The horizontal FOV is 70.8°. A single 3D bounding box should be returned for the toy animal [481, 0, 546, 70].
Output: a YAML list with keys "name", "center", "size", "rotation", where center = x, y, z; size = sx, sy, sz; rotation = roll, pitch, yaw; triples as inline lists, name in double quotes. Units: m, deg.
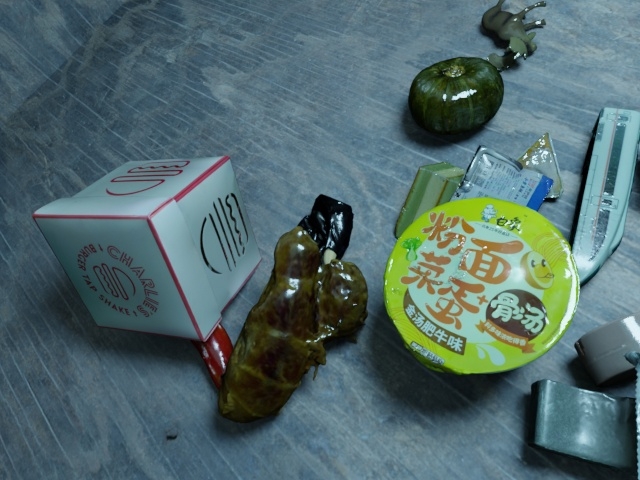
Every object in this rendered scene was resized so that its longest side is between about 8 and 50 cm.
- name: "toy animal"
  center: [0.486, -0.527, 1.148]
  size: [0.186, 0.093, 0.214]
  rotation: [-34, 49, -2]

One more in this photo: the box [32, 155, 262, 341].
- name: "box"
  center: [-0.358, 0.004, 1.021]
  size: [0.313, 0.314, 0.300]
  rotation: [1, 33, 22]

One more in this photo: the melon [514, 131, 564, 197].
- name: "melon"
  center: [0.452, -0.139, 0.955]
  size: [0.202, 0.093, 0.139]
  rotation: [-44, 69, 3]

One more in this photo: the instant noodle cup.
- name: "instant noodle cup"
  center: [0.283, 0.109, 0.813]
  size: [0.312, 0.221, 0.311]
  rotation: [-10, 60, 18]

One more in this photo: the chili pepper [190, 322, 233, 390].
- name: "chili pepper"
  center: [-0.296, 0.231, 1.066]
  size: [0.368, 0.092, 0.137]
  rotation: [36, 94, 35]

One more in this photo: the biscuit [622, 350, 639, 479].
- name: "biscuit"
  center: [0.573, 0.263, 0.625]
  size: [0.309, 0.079, 0.185]
  rotation: [12, 72, -13]

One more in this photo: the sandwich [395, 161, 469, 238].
- name: "sandwich"
  center: [0.273, -0.076, 1.037]
  size: [0.117, 0.144, 0.187]
  rotation: [32, 115, 32]

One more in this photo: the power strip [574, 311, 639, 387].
- name: "power strip"
  center: [0.506, 0.177, 0.730]
  size: [0.154, 0.154, 0.078]
  rotation: [-22, 56, 10]

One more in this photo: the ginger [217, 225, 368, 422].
- name: "ginger"
  center: [-0.049, 0.202, 0.923]
  size: [0.254, 0.176, 0.418]
  rotation: [27, 90, -14]

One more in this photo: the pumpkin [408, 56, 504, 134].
- name: "pumpkin"
  center: [0.319, -0.341, 1.071]
  size: [0.224, 0.157, 0.223]
  rotation: [-12, 45, 12]

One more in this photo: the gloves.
- name: "gloves"
  center: [0.000, 0.000, 1.050]
  size: [0.164, 0.124, 0.203]
  rotation: [31, 100, 53]

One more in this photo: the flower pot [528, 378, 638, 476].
- name: "flower pot"
  center: [0.455, 0.303, 0.714]
  size: [0.229, 0.103, 0.108]
  rotation: [8, 68, 24]

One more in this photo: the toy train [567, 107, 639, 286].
- name: "toy train"
  center: [0.551, -0.071, 0.882]
  size: [0.088, 0.086, 0.406]
  rotation: [15, 71, 22]

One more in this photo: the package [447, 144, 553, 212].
- name: "package"
  center: [0.364, -0.085, 0.927]
  size: [0.173, 0.027, 0.171]
  rotation: [27, 96, -2]
